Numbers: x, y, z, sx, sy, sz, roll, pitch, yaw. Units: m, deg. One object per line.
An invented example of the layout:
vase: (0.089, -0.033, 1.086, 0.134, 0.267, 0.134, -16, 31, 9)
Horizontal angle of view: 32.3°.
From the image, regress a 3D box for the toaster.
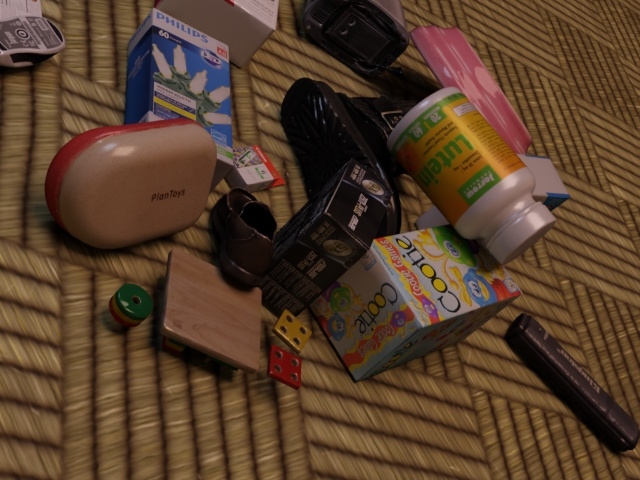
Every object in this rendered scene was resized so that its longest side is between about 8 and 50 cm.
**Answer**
toaster: (0.072, -0.404, 2.005, 0.227, 0.129, 0.146, 31, 35, -24)

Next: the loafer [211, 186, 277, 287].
loafer: (-0.088, -0.018, 1.451, 0.080, 0.078, 0.220, 31, 19, -23)

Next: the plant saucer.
plant saucer: (0.286, -0.264, 2.022, 0.332, 0.084, 0.332, 53, 12, -16)

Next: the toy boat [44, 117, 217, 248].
toy boat: (-0.247, -0.086, 1.357, 0.151, 0.151, 0.231, 28, 24, 28)

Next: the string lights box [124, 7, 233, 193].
string lights box: (-0.199, -0.195, 1.544, 0.133, 0.077, 0.260, 23, 41, -29)

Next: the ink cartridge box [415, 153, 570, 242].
ink cartridge box: (0.280, -0.051, 1.806, 0.148, 0.203, 0.086, -1, 58, -47)

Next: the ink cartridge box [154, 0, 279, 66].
ink cartridge box: (-0.159, -0.420, 1.793, 0.172, 0.100, 0.237, 31, 37, -24)

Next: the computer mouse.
computer mouse: (-0.410, -0.243, 1.400, 0.193, 0.042, 0.106, -16, 63, -47)

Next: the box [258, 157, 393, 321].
box: (0.000, 0.000, 1.470, 0.077, 0.180, 0.147, 40, 34, -9)

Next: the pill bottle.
pill bottle: (0.221, -0.089, 1.590, 0.246, 0.136, 0.136, 51, 34, 14)

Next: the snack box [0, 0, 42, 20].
snack box: (-0.417, -0.346, 1.510, 0.064, 0.022, 0.178, 15, 45, -36)

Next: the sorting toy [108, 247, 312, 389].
sorting toy: (-0.132, 0.097, 1.348, 0.274, 0.046, 0.132, 27, 39, -26)

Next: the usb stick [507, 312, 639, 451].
usb stick: (0.415, 0.232, 1.805, 0.278, 0.045, 0.077, 45, 35, -2)

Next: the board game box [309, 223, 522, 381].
board game box: (0.136, 0.078, 1.571, 0.275, 0.144, 0.142, -11, 63, -52)

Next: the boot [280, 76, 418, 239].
boot: (0.105, -0.109, 1.738, 0.260, 0.131, 0.348, 10, 48, -41)

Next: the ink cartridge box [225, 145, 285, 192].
ink cartridge box: (-0.094, -0.105, 1.609, 0.115, 0.029, 0.063, -17, 68, -52)
